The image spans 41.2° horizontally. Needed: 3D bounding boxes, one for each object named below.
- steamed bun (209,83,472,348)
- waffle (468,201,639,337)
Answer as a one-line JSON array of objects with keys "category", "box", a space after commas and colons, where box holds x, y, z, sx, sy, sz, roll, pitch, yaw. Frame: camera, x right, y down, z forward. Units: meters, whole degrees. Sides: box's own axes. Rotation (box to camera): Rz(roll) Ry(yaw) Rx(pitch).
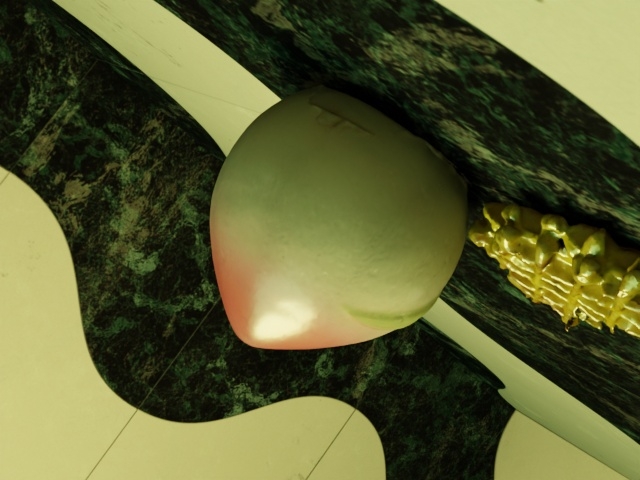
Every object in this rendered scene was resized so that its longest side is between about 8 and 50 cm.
[{"category": "steamed bun", "box": [0.000, 0.000, 0.971, 0.309, 0.309, 0.309, 36, 174, 4]}, {"category": "waffle", "box": [0.278, 0.053, 0.863, 0.260, 0.069, 0.293, 38, 173, -32]}]
